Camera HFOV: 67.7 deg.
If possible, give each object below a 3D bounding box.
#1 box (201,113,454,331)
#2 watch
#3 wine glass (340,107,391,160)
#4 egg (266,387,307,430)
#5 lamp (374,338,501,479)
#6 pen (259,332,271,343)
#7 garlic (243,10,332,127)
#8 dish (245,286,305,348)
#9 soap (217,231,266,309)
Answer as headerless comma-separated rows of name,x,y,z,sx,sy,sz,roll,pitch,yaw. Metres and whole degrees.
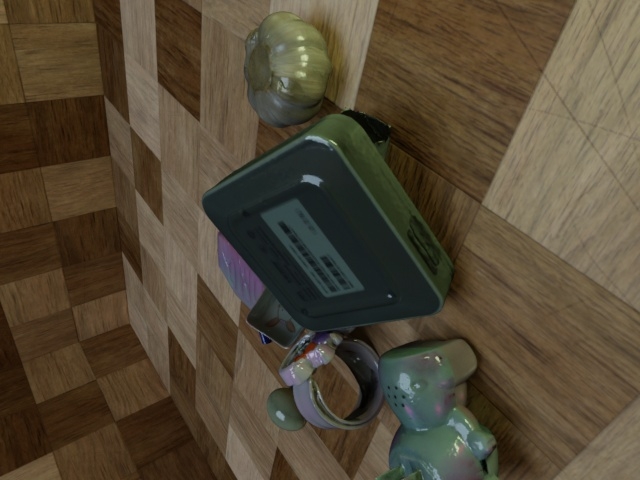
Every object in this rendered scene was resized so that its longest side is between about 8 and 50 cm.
box,0.000,0.001,0.916,0.396,0.111,0.396,-20,114,44
watch,0.054,0.301,1.101,0.231,0.244,0.196,46,147,-3
wine glass,0.052,-0.129,0.941,0.126,0.126,0.241,51,143,26
egg,-0.102,0.525,1.484,0.152,0.114,0.114,29,129,37
lamp,0.197,0.351,0.877,0.247,0.247,0.301,-21,81,53
pen,-0.211,0.209,1.556,0.033,0.033,0.269,-7,100,55
garlic,-0.066,-0.340,0.976,0.228,0.152,0.228,26,122,54
dish,-0.072,0.153,1.214,0.151,0.077,0.212,27,86,24
soap,-0.177,0.106,1.392,0.324,0.109,0.193,34,133,41
